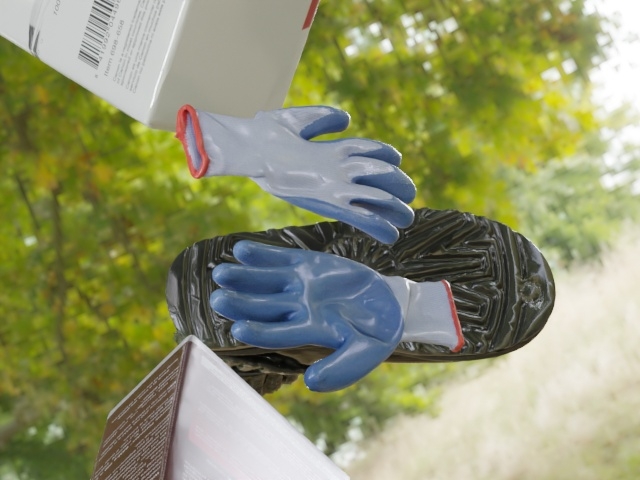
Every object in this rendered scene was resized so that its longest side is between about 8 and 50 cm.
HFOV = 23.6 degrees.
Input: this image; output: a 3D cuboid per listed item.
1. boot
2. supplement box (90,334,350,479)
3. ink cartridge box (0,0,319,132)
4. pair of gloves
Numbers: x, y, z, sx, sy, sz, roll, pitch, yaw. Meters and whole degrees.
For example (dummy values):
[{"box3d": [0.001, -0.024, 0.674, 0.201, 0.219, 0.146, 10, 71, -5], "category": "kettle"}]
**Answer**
[{"box3d": [0.029, 0.067, 1.405, 0.347, 0.131, 0.260, 2, -17, 2], "category": "boot"}, {"box3d": [-0.048, 0.149, 0.745, 0.073, 0.130, 0.239, -44, 12, 10], "category": "supplement box"}, {"box3d": [-0.124, -0.208, 1.104, 0.114, 0.273, 0.197, 8, -73, -44], "category": "ink cartridge box"}, {"box3d": [0.000, 0.000, 0.859, 0.159, 0.198, 0.023, 7, -38, -30], "category": "pair of gloves"}]
